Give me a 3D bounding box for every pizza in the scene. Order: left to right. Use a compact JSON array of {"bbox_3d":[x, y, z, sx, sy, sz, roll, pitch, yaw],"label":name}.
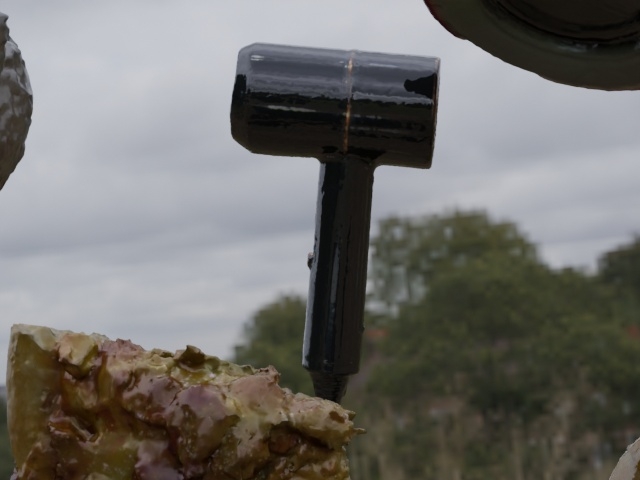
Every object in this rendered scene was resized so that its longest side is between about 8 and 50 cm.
[{"bbox_3d":[-0.077,0.166,1.159,0.226,0.335,0.086,-39,-11,20],"label":"pizza"}]

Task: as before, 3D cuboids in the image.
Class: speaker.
[{"bbox_3d":[0.212,-0.253,1.468,0.294,0.294,0.294,-6,-4,0],"label":"speaker"}]

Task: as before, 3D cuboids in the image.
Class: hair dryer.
[{"bbox_3d":[0.000,0.000,1.647,0.189,0.352,0.107,6,4,4],"label":"hair dryer"}]

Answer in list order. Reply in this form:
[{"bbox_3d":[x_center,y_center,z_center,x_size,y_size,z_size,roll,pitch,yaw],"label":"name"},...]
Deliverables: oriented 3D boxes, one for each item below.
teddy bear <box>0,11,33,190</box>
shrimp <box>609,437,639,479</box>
[{"bbox_3d":[-0.252,-0.050,0.894,0.236,0.151,0.267,-24,2,23],"label":"teddy bear"},{"bbox_3d":[0.274,0.164,1.093,0.217,0.150,0.051,-18,-32,28],"label":"shrimp"}]
